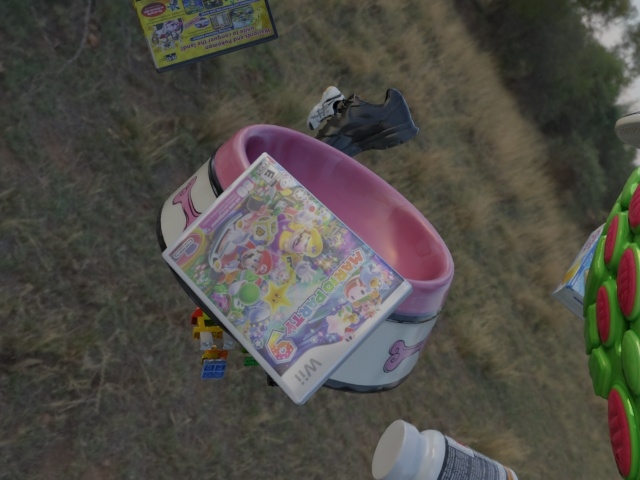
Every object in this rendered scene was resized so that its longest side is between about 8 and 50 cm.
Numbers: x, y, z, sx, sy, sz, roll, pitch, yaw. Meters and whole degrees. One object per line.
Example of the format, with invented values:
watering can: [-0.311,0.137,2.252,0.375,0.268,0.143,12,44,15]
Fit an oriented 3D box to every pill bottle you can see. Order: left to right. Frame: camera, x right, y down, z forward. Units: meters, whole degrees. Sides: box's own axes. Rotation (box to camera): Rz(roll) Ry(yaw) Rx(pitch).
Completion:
pill bottle: [0.257,0.492,1.428,0.278,0.162,0.162,29,32,-9]

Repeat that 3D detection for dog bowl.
dog bowl: [0.000,0.000,0.918,0.408,0.150,0.408,29,24,-14]

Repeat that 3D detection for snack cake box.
snack cake box: [0.758,0.093,1.847,0.152,0.089,0.264,39,62,6]

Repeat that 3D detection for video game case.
video game case: [-0.253,-0.509,1.437,0.035,0.274,0.248,-155,-134,-70]
video game case: [-0.022,0.017,0.384,0.122,0.087,0.011,43,-4,22]

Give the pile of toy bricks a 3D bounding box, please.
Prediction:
pile of toy bricks: [-0.088,0.137,1.007,0.212,0.118,0.105,2,40,-20]

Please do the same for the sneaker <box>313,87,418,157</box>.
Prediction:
sneaker: [0.053,-0.232,1.433,0.109,0.286,0.130,-110,180,-76]

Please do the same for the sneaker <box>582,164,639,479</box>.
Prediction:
sneaker: [0.374,0.119,0.635,0.185,0.202,0.483,95,-1,-64]

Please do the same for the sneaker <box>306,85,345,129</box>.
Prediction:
sneaker: [0.008,-0.213,1.135,0.037,0.083,0.032,40,26,11]

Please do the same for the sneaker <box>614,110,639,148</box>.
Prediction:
sneaker: [0.911,-0.317,1.678,0.131,0.350,0.148,46,54,-43]
